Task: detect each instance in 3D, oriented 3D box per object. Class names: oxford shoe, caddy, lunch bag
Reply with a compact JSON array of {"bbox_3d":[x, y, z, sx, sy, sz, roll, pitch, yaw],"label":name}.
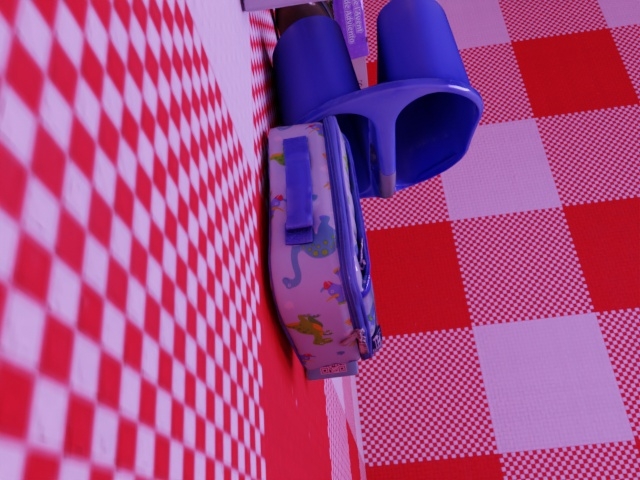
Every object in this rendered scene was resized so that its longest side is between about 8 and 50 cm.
[{"bbox_3d":[-0.017,-0.266,0.875,0.227,0.082,0.096,74,14,-61],"label":"oxford shoe"},{"bbox_3d":[0.070,-0.145,0.764,0.341,0.241,0.179,66,13,-76],"label":"caddy"},{"bbox_3d":[0.000,0.000,0.579,0.176,0.090,0.219,75,8,-49],"label":"lunch bag"}]

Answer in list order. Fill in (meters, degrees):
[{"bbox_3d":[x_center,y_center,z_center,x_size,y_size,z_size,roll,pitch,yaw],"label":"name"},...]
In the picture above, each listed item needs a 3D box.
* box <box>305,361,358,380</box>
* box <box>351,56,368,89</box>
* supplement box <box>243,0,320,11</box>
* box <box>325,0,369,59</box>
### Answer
[{"bbox_3d":[0.007,0.059,0.766,0.244,0.060,0.101,-91,173,-63],"label":"box"},{"bbox_3d":[0.036,-0.387,1.413,0.127,0.148,0.233,-92,173,-54],"label":"box"},{"bbox_3d":[-0.030,-0.332,0.545,0.111,0.113,0.220,-91,172,-68],"label":"supplement box"},{"bbox_3d":[0.001,-0.457,1.077,0.293,0.057,0.201,-121,-164,-56],"label":"box"}]
